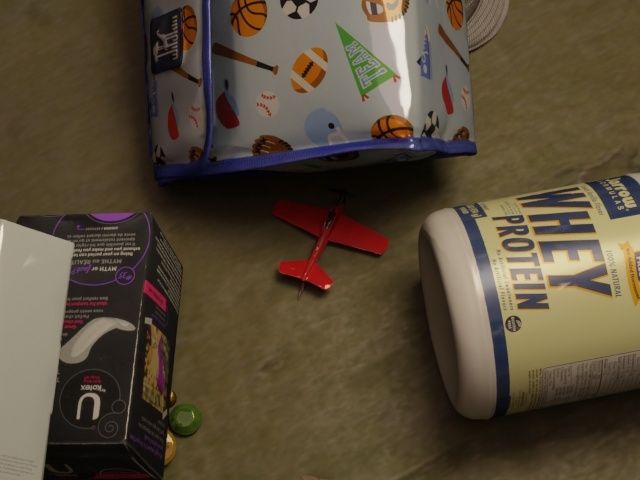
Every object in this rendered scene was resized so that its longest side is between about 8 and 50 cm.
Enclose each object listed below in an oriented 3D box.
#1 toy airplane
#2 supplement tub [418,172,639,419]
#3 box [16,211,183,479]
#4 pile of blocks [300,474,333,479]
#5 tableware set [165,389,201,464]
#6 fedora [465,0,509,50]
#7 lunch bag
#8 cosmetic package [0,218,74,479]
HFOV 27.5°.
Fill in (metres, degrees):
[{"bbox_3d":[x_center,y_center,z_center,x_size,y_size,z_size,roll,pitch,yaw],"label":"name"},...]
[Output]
[{"bbox_3d":[0.000,0.000,1.573,0.151,0.028,0.151,-1,68,2],"label":"toy airplane"},{"bbox_3d":[0.287,0.055,1.437,0.325,0.235,0.235,-11,69,-3],"label":"supplement tub"},{"bbox_3d":[-0.256,0.119,1.448,0.165,0.143,0.270,-2,63,10],"label":"box"},{"bbox_3d":[0.107,0.394,1.396,0.362,0.149,0.112,36,117,23],"label":"pile of blocks"},{"bbox_3d":[-0.216,0.226,1.495,0.104,0.024,0.154,43,74,12],"label":"tableware set"},{"bbox_3d":[0.110,-0.355,1.656,0.276,0.124,0.243,4,70,3],"label":"fedora"},{"bbox_3d":[-0.042,-0.235,1.510,0.386,0.239,0.327,-3,89,27],"label":"lunch bag"},{"bbox_3d":[-0.409,0.162,1.357,0.097,0.377,0.284,24,61,-37],"label":"cosmetic package"}]
